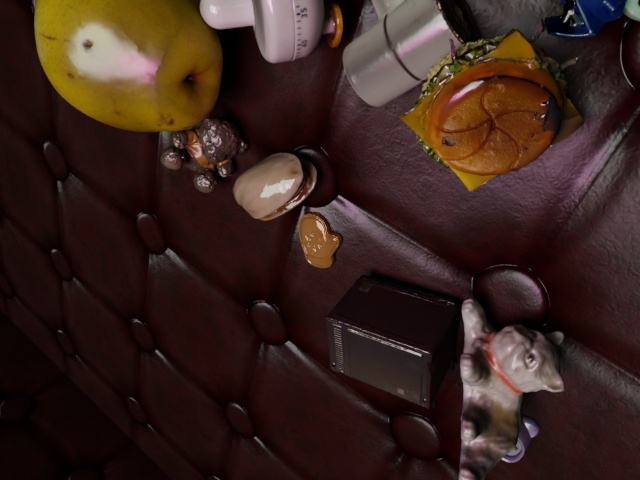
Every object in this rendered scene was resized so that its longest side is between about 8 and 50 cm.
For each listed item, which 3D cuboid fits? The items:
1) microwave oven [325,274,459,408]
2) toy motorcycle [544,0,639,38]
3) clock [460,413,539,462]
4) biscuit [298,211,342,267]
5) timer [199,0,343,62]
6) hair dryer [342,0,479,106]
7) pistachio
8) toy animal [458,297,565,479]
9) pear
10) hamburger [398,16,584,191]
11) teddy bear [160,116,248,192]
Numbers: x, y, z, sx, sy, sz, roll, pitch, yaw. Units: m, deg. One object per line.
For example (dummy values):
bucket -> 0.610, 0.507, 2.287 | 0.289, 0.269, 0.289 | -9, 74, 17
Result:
microwave oven -> 0.158, 0.207, 1.081 | 0.248, 0.188, 0.178 | 15, 126, 27
toy motorcycle -> 0.334, -0.394, 0.650 | 0.331, 0.125, 0.196 | 37, 128, -18
clock -> 0.385, 0.399, 1.090 | 0.153, 0.050, 0.110 | 40, 130, 15
biscuit -> -0.001, 0.001, 1.202 | 0.118, 0.023, 0.140 | -3, 109, 39
timer -> -0.096, -0.438, 0.909 | 0.233, 0.240, 0.233 | 168, 90, -81
hair dryer -> 0.103, -0.435, 0.852 | 0.203, 0.128, 0.361 | -23, 89, 42
pistachio -> -0.109, -0.124, 1.156 | 0.223, 0.126, 0.152 | -9, 70, 39
toy animal -> 0.354, 0.308, 0.955 | 0.188, 0.307, 0.266 | 3, 138, 15
pear -> -0.396, -0.416, 1.069 | 0.418, 0.362, 0.362 | 35, 129, 22
hamburger -> 0.262, -0.209, 0.778 | 0.262, 0.138, 0.243 | -25, 131, 34
teddy bear -> -0.274, -0.226, 1.235 | 0.190, 0.140, 0.177 | -21, 140, 33
